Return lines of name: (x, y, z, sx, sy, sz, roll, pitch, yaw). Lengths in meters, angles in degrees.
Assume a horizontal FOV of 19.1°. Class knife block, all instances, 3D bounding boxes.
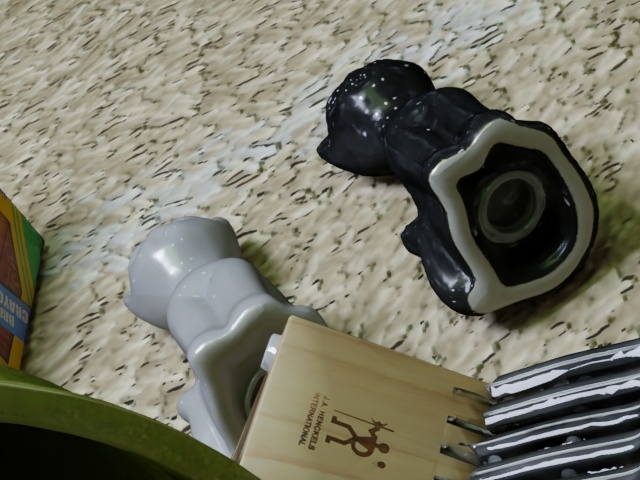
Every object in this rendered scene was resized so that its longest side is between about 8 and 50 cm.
knife block: (0.072, 0.135, 0.693, 0.276, 0.242, 0.088, 113, 177, -47)

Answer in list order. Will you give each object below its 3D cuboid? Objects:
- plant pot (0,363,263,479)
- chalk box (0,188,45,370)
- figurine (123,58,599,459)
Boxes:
plant pot: (-0.208, 0.166, 0.636, 0.366, 0.366, 0.353, -43, 31, -12)
chalk box: (-0.247, 0.047, 1.019, 0.132, 0.132, 0.213, -23, 36, 17)
figurine: (0.000, 0.000, 0.917, 0.215, 0.092, 0.209, -38, 26, -3)
